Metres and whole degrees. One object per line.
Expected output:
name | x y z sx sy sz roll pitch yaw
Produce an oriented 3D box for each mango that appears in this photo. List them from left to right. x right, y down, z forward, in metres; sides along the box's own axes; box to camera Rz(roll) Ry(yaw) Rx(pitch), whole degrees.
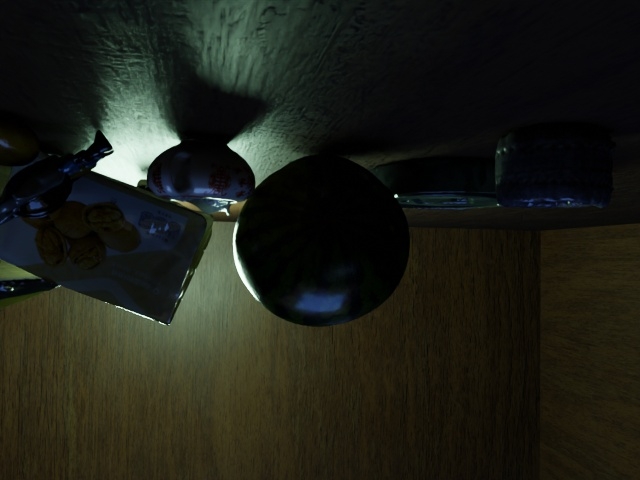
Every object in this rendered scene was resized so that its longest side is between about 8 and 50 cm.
mango | -0.405 -0.129 0.709 0.078 0.057 0.114 4 170 -9

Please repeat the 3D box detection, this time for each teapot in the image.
teapot | -0.181 -0.094 0.826 0.159 0.116 0.245 14 -175 14

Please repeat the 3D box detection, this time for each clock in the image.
clock | 0.237 -0.102 1.065 0.312 0.062 0.312 1 178 0

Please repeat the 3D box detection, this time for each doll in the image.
doll | -0.369 -0.077 0.753 0.195 0.070 0.096 -40 -174 -14
doll | -0.367 -0.106 1.242 0.090 0.067 0.219 -2 -176 -10

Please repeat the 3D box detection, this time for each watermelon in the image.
watermelon | 0.000 0.000 0.917 0.284 0.285 0.285 1 178 0

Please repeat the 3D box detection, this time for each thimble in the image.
thimble | 0.308 -0.093 0.742 0.150 0.098 0.150 2 179 0

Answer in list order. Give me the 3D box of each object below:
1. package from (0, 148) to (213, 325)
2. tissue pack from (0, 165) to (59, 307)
package | -0.354 -0.024 0.955 0.311 0.221 0.165 22 -161 -6
tissue pack | -0.726 0.020 1.087 0.416 0.254 0.264 -17 168 28
